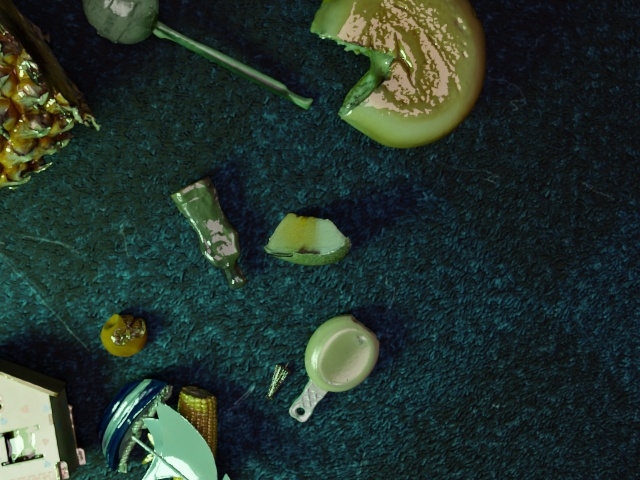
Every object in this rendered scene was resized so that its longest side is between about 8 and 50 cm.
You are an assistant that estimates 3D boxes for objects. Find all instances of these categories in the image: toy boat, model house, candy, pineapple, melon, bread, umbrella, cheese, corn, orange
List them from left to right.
[{"bbox_3d":[-0.552,-0.228,1.260,0.300,0.352,0.352,-42,102,0],"label":"pineapple"},{"bbox_3d":[-0.606,0.325,1.434,0.326,0.169,0.244,-10,93,-9],"label":"model house"},{"bbox_3d":[-0.364,0.178,1.491,0.086,0.062,0.086,-1,101,-7],"label":"orange"},{"bbox_3d":[-0.275,0.389,1.472,0.291,0.067,0.220,35,106,15],"label":"toy boat"},{"bbox_3d":[-0.238,0.403,1.533,0.081,0.081,0.248,3,97,-9],"label":"corn"},{"bbox_3d":[-0.210,-0.337,1.433,0.440,0.119,0.119,25,94,-20],"label":"candy"},{"bbox_3d":[-0.084,0.273,1.571,0.031,0.020,0.083,27,99,-11],"label":"umbrella"},{"bbox_3d":[0.002,0.005,1.504,0.139,0.202,0.093,25,73,-45],"label":"melon"},{"bbox_3d":[0.017,0.253,1.561,0.137,0.064,0.227,35,93,-10],"label":"cheese"},{"bbox_3d":[0.145,-0.333,1.443,0.333,0.160,0.333,-2,100,-10],"label":"bread"}]

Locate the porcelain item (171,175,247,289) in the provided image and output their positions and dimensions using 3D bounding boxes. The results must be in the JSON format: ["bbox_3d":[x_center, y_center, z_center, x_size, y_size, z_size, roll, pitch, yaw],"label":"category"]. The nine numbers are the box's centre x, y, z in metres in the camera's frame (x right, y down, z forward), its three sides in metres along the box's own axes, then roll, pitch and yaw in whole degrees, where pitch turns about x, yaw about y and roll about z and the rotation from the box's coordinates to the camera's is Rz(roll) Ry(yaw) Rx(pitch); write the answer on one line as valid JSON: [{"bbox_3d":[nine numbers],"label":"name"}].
[{"bbox_3d":[-0.190,-0.010,1.485,0.081,0.069,0.216,-29,101,-8],"label":"porcelain item"}]
